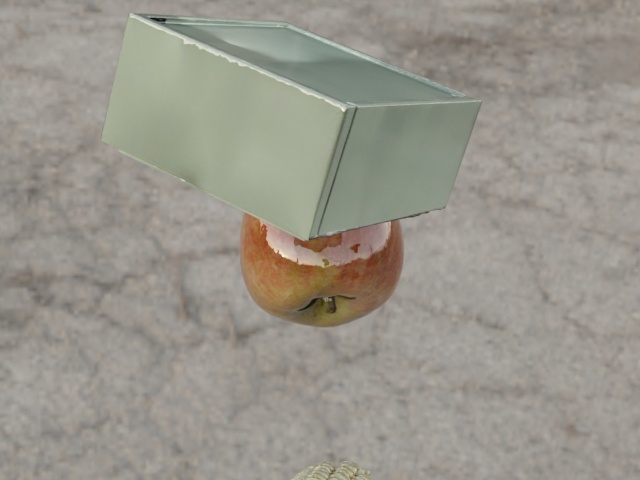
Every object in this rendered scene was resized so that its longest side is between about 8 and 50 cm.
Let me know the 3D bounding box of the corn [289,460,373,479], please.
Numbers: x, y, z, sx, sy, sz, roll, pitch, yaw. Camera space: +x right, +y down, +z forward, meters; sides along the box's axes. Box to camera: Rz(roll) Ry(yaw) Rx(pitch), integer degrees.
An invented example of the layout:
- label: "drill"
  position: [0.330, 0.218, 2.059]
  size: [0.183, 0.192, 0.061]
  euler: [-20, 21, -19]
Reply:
- label: "corn"
  position: [-0.005, 0.232, 1.023]
  size: [0.087, 0.087, 0.211]
  euler: [15, 4, 14]

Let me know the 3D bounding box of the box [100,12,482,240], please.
- label: "box"
  position: [-0.021, -0.100, 1.076]
  size: [0.225, 0.117, 0.225]
  euler: [26, 20, 28]

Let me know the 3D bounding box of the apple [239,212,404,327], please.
- label: "apple"
  position: [0.000, 0.000, 1.411]
  size: [0.188, 0.188, 0.173]
  euler: [-1, 60, -12]
